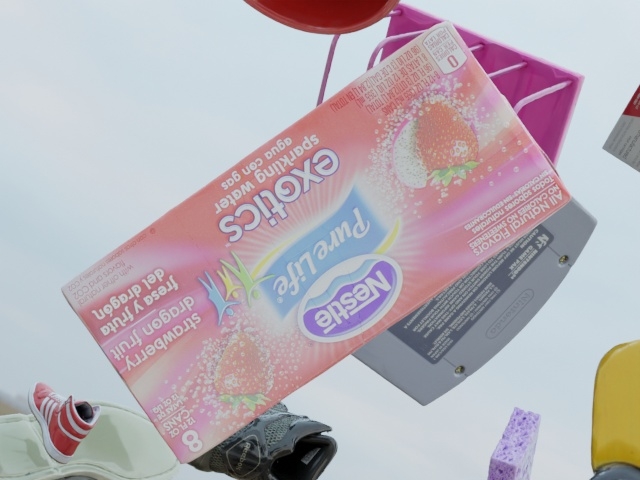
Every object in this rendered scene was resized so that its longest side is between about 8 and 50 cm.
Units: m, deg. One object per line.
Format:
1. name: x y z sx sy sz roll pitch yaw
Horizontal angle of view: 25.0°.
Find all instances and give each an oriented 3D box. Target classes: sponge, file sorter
1. sponge: 0.181 0.283 1.439 0.031 0.210 0.117 12 23 15
2. file sorter: 0.155 -0.162 1.902 0.291 0.202 0.182 27 28 26

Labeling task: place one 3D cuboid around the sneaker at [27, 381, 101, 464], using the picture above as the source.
1. sneaker: -0.275 0.179 1.556 0.042 0.067 0.118 27 20 -40

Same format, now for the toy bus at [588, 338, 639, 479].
1. toy bus: 0.228 0.221 0.818 0.130 0.332 0.108 -13 -33 17

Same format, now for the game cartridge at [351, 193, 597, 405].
1. game cartridge: 0.165 0.041 1.630 0.198 0.297 0.062 38 8 -39

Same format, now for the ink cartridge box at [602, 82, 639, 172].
1. ink cartridge box: 0.432 -0.126 1.595 0.176 0.127 0.128 34 -39 10

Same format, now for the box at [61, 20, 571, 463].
1. box: 0.000 0.000 0.961 0.142 0.300 0.154 55 3 1

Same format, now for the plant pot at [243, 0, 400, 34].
1. plant pot: 0.029 -0.396 1.562 0.275 0.243 0.275 22 -40 20

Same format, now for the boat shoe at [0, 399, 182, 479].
1. boat shoe: -0.312 0.275 1.721 0.340 0.113 0.127 0 52 -56

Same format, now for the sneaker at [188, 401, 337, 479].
1. sneaker: -0.048 0.192 1.407 0.130 0.087 0.227 23 4 5
